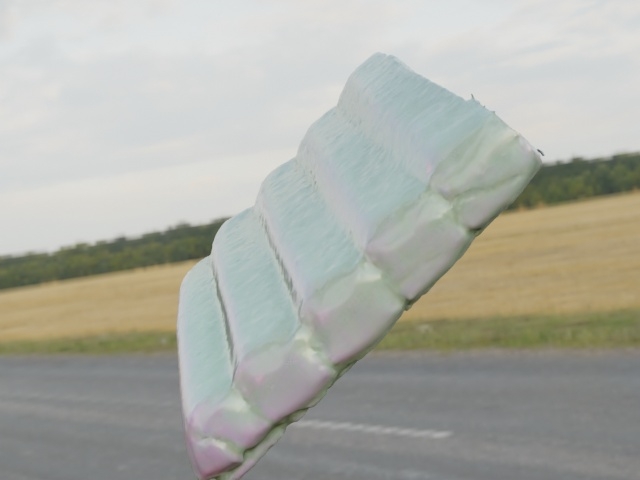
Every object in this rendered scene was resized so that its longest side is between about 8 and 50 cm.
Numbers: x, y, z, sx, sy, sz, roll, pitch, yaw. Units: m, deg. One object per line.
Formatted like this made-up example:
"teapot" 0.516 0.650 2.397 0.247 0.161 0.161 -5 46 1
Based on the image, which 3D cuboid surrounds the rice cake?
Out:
"rice cake" 0.000 0.000 0.524 0.189 0.037 0.198 -47 17 13
